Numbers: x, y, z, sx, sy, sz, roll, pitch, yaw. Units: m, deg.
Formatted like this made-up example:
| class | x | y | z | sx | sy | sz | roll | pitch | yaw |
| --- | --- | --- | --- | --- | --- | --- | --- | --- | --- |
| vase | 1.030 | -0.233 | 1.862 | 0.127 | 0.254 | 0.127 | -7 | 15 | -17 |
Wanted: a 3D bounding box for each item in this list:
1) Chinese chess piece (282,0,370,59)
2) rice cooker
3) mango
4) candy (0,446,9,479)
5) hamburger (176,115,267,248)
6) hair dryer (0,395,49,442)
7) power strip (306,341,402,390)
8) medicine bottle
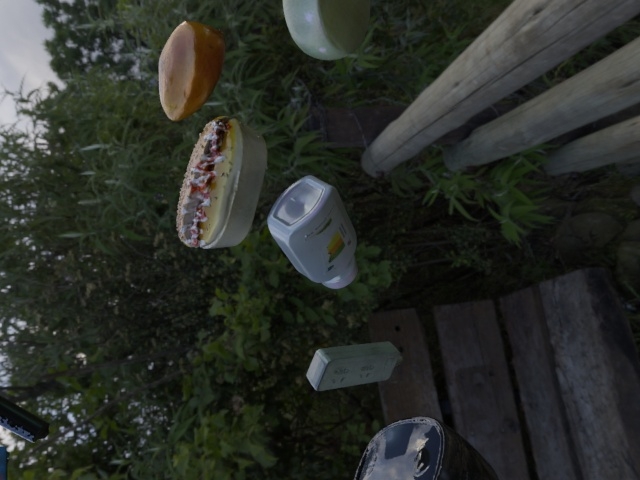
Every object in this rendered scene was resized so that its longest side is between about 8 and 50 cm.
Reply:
| class | x | y | z | sx | sy | sz | roll | pitch | yaw |
| --- | --- | --- | --- | --- | --- | --- | --- | --- | --- |
| Chinese chess piece | 0.010 | -0.316 | 0.604 | 0.144 | 0.059 | 0.143 | -23 | -61 | -51 |
| rice cooker | 0.204 | 0.490 | 0.869 | 0.224 | 0.267 | 0.267 | 48 | -179 | -14 |
| mango | -0.326 | -0.416 | 1.131 | 0.252 | 0.154 | 0.126 | -62 | -18 | 14 |
| candy | -0.590 | 0.335 | 0.586 | 0.157 | 0.306 | 0.100 | -1 | 73 | 56 |
| hamburger | -0.228 | -0.124 | 1.000 | 0.227 | 0.152 | 0.294 | 28 | 108 | 59 |
| hair dryer | -0.725 | 0.354 | 0.937 | 0.116 | 0.303 | 0.244 | -62 | 1 | 9 |
| power strip | 0.103 | 0.297 | 1.101 | 0.053 | 0.288 | 0.093 | 42 | 120 | 47 |
| medicine bottle | 0.000 | 0.000 | 1.025 | 0.111 | 0.161 | 0.296 | 33 | 163 | 32 |
